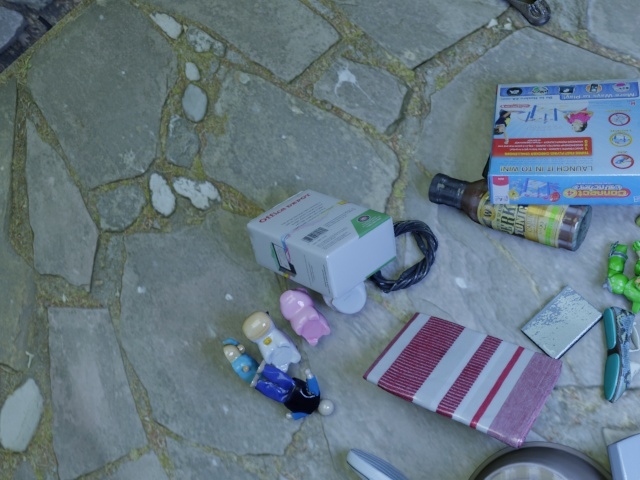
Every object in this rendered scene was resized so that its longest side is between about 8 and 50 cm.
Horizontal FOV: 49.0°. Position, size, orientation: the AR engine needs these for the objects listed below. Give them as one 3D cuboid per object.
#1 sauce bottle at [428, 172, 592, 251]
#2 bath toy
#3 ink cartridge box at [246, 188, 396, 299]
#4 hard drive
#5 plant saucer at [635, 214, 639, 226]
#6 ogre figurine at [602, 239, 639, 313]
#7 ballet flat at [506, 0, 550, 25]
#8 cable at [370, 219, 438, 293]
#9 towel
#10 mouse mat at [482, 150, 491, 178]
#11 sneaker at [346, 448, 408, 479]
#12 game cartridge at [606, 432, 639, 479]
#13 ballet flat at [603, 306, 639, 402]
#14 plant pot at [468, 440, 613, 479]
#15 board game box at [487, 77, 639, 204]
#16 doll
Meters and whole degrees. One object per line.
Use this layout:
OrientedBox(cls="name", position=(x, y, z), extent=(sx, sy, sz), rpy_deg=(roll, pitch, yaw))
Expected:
OrientedBox(cls="sauce bottle", position=(0.402, -0.071, 1.528), extent=(0.344, 0.111, 0.111), rpy_deg=(18, 75, 31))
OrientedBox(cls="bath toy", position=(-0.058, 0.176, 1.608), extent=(0.348, 0.151, 0.129), rpy_deg=(-37, 30, 1))
OrientedBox(cls="ink cartridge box", position=(0.000, 0.000, 1.587), extent=(0.201, 0.117, 0.278), rpy_deg=(-32, 36, -32))
OrientedBox(cls="hard drive", position=(0.490, 0.169, 1.426), extent=(0.135, 0.022, 0.094), rpy_deg=(-44, 58, 0))
OrientedBox(cls="plant saucer", position=(0.766, -0.056, 1.396), extent=(0.188, 0.045, 0.188), rpy_deg=(-45, 57, 0))
OrientedBox(cls="ogre figurine", position=(0.644, 0.079, 1.363), extent=(0.197, 0.097, 0.118), rpy_deg=(36, 66, 17))
OrientedBox(cls="ballet flat", position=(0.492, -0.632, 1.778), extent=(0.084, 0.058, 0.250), rpy_deg=(-35, 58, 4))
OrientedBox(cls="cable", position=(0.188, 0.040, 1.612), extent=(0.150, 0.047, 0.184), rpy_deg=(10, 69, 22))
OrientedBox(cls="towel", position=(0.282, 0.265, 1.392), extent=(0.329, 0.037, 0.237), rpy_deg=(18, 39, 31))
OrientedBox(cls="mouse mat", position=(0.453, -0.188, 1.564), extent=(0.152, 0.007, 0.190), rpy_deg=(7, 42, 23))
OrientedBox(cls="sneaker", position=(0.139, 0.511, 1.381), extent=(0.258, 0.094, 0.091), rpy_deg=(31, 95, 38))
OrientedBox(cls="game cartridge", position=(0.626, 0.410, 1.159), extent=(0.297, 0.062, 0.198), rpy_deg=(4, 60, -9))
OrientedBox(cls="ballet flat", position=(0.581, 0.219, 1.343), extent=(0.070, 0.070, 0.188), rpy_deg=(0, 71, 24))
OrientedBox(cls="plant pot", position=(0.369, 0.487, 1.180), extent=(0.323, 0.280, 0.323), rpy_deg=(-9, 63, 19))
OrientedBox(cls="board game box", position=(0.521, -0.212, 1.483), extent=(0.308, 0.086, 0.302), rpy_deg=(2, 50, 18))
OrientedBox(cls="doll", position=(-0.055, 0.330, 1.533), extent=(0.189, 0.046, 0.129), rpy_deg=(28, 105, 2))
